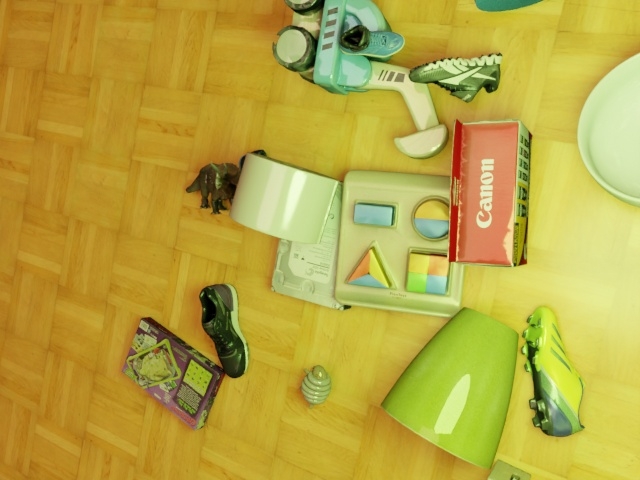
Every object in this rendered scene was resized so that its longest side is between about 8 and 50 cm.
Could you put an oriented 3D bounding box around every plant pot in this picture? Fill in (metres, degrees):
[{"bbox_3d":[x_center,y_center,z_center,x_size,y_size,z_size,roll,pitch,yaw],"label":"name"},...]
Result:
[{"bbox_3d":[0.326,0.313,1.325,0.275,0.275,0.293,26,85,25],"label":"plant pot"}]

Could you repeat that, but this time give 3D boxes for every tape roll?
[{"bbox_3d":[-0.091,-0.108,1.458,0.246,0.246,0.169,21,99,26],"label":"tape roll"}]

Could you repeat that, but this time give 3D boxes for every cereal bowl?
[{"bbox_3d":[0.702,-0.210,1.155,0.339,0.141,0.339,-13,66,32],"label":"cereal bowl"}]

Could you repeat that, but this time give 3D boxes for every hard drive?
[{"bbox_3d":[0.000,0.000,1.583,0.237,0.064,0.339,14,97,27],"label":"hard drive"}]

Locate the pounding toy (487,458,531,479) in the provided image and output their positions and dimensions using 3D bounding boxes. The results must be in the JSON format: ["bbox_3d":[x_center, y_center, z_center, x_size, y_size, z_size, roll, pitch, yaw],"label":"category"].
[{"bbox_3d":[0.397,0.635,1.306,0.094,0.181,0.206,19,98,26],"label":"pounding toy"}]

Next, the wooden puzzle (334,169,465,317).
[{"bbox_3d":[0.199,0.004,1.433,0.322,0.080,0.348,6,92,14],"label":"wooden puzzle"}]

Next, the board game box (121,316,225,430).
[{"bbox_3d":[-0.470,0.415,1.832,0.347,0.056,0.208,29,98,25],"label":"board game box"}]

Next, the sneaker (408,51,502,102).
[{"bbox_3d":[0.324,-0.376,1.364,0.234,0.078,0.106,-9,98,-11],"label":"sneaker"}]

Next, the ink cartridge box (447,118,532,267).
[{"bbox_3d":[0.377,-0.098,1.271,0.130,0.272,0.309,2,91,27],"label":"ink cartridge box"}]

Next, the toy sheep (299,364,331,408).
[{"bbox_3d":[-0.013,0.399,1.577,0.091,0.091,0.132,19,112,26],"label":"toy sheep"}]

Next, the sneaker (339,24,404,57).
[{"bbox_3d":[0.118,-0.459,1.333,0.152,0.084,0.058,2,96,5],"label":"sneaker"}]

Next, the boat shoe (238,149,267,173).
[{"bbox_3d":[-0.159,-0.141,1.641,0.089,0.109,0.258,-27,80,25],"label":"boat shoe"}]

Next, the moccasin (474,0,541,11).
[{"bbox_3d":[0.510,-0.620,1.303,0.342,0.138,0.117,-14,79,12],"label":"moccasin"}]

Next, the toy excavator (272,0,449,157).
[{"bbox_3d":[0.122,-0.443,1.457,0.445,0.222,0.433,10,96,18],"label":"toy excavator"}]

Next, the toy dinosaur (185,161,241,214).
[{"bbox_3d":[-0.306,-0.164,1.713,0.313,0.121,0.160,23,114,59],"label":"toy dinosaur"}]

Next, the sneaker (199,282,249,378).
[{"bbox_3d":[-0.300,0.270,1.700,0.107,0.124,0.283,-17,82,27],"label":"sneaker"}]

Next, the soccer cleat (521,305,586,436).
[{"bbox_3d":[0.532,0.293,1.308,0.121,0.093,0.289,-3,83,-3],"label":"soccer cleat"}]
